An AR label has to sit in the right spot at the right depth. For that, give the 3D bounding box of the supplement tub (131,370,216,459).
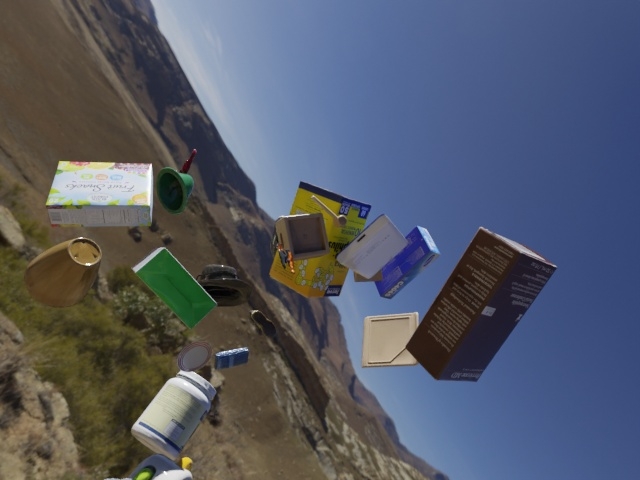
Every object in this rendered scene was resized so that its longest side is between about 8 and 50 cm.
[{"bbox_3d":[-0.643,0.767,1.888,0.235,0.325,0.235,21,-38,18],"label":"supplement tub"}]

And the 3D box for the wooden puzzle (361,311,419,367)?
[{"bbox_3d":[0.279,0.399,1.686,0.044,0.239,0.221,53,34,-42],"label":"wooden puzzle"}]

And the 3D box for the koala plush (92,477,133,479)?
[{"bbox_3d":[-0.535,0.731,1.044,0.196,0.203,0.221,11,-66,57],"label":"koala plush"}]

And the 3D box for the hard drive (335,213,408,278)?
[{"bbox_3d":[0.191,0.031,1.487,0.040,0.210,0.319,50,8,25],"label":"hard drive"}]

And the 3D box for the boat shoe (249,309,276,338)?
[{"bbox_3d":[-0.229,0.329,1.691,0.049,0.056,0.152,20,-35,53],"label":"boat shoe"}]

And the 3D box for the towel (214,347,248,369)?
[{"bbox_3d":[-0.307,0.413,1.473,0.029,0.119,0.067,37,-55,50],"label":"towel"}]

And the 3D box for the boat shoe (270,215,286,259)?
[{"bbox_3d":[-0.164,0.006,1.691,0.065,0.075,0.206,-78,178,-66],"label":"boat shoe"}]

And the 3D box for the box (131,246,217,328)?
[{"bbox_3d":[-0.508,0.154,1.465,0.262,0.127,0.231,52,-22,-18],"label":"box"}]

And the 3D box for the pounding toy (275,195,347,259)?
[{"bbox_3d":[-0.027,-0.038,1.303,0.094,0.206,0.181,-25,-105,63],"label":"pounding toy"}]

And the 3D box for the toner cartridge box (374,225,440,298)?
[{"bbox_3d":[0.392,0.109,2.004,0.075,0.348,0.165,17,39,-35],"label":"toner cartridge box"}]

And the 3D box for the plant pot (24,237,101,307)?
[{"bbox_3d":[-0.949,0.098,1.617,0.237,0.254,0.237,35,38,-32],"label":"plant pot"}]

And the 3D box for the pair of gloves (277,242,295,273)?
[{"bbox_3d":[-0.092,0.049,1.157,0.083,0.010,0.074,38,35,-61],"label":"pair of gloves"}]

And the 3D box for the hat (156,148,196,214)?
[{"bbox_3d":[-0.518,-0.221,1.670,0.173,0.183,0.208,30,-60,21],"label":"hat"}]

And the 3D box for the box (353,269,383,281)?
[{"bbox_3d":[0.211,0.091,1.961,0.021,0.164,0.201,-24,-111,52],"label":"box"}]

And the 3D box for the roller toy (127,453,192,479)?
[{"bbox_3d":[-0.469,0.736,1.220,0.146,0.191,0.209,21,0,17],"label":"roller toy"}]

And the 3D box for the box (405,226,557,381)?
[{"bbox_3d":[0.406,0.175,1.094,0.191,0.381,0.143,15,21,-36],"label":"box"}]

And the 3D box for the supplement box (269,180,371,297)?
[{"bbox_3d":[0.000,0.000,1.489,0.195,0.356,0.194,25,10,36],"label":"supplement box"}]

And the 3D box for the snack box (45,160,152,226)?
[{"bbox_3d":[-0.507,-0.111,0.999,0.174,0.207,0.070,-109,-156,-44],"label":"snack box"}]

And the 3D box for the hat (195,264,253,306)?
[{"bbox_3d":[-0.445,0.178,1.817,0.331,0.331,0.134,76,7,-63],"label":"hat"}]

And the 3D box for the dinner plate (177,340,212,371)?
[{"bbox_3d":[-0.487,0.452,1.647,0.141,0.141,0.017,52,-19,48],"label":"dinner plate"}]
